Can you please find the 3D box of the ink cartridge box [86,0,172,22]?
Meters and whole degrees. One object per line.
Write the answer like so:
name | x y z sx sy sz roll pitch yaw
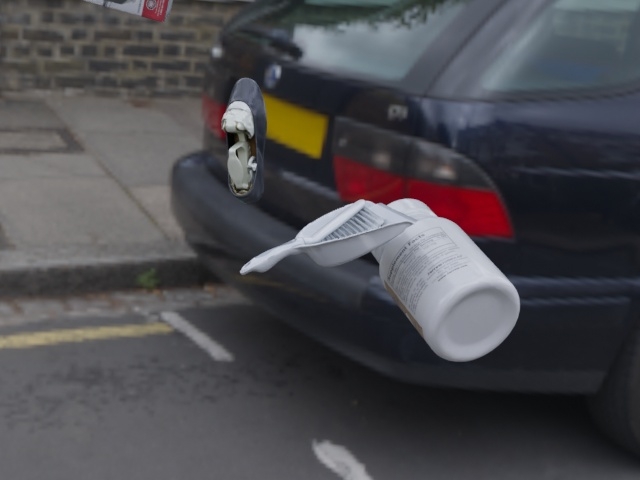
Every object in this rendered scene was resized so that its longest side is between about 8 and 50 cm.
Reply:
ink cartridge box | -0.263 -0.362 1.566 0.135 0.099 0.056 14 24 -4

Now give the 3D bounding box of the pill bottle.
pill bottle | 0.152 0.044 1.532 0.131 0.131 0.229 -2 32 -25

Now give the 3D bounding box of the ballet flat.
ballet flat | -0.123 -0.158 1.847 0.074 0.203 0.074 -1 4 0

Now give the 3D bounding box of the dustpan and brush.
dustpan and brush | 0.000 0.000 1.445 0.211 0.060 0.147 -35 19 -8
